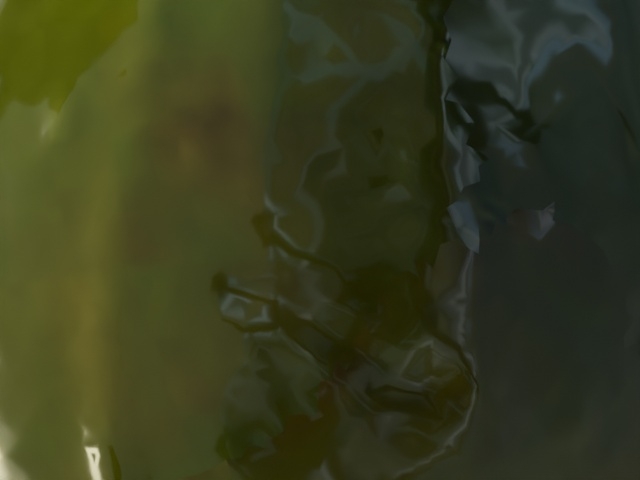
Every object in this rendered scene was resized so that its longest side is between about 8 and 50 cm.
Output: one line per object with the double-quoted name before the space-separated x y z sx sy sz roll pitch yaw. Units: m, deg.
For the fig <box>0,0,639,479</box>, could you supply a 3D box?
"fig" 0.000 0.000 0.446 0.316 0.316 0.316 -61 -1 -2
